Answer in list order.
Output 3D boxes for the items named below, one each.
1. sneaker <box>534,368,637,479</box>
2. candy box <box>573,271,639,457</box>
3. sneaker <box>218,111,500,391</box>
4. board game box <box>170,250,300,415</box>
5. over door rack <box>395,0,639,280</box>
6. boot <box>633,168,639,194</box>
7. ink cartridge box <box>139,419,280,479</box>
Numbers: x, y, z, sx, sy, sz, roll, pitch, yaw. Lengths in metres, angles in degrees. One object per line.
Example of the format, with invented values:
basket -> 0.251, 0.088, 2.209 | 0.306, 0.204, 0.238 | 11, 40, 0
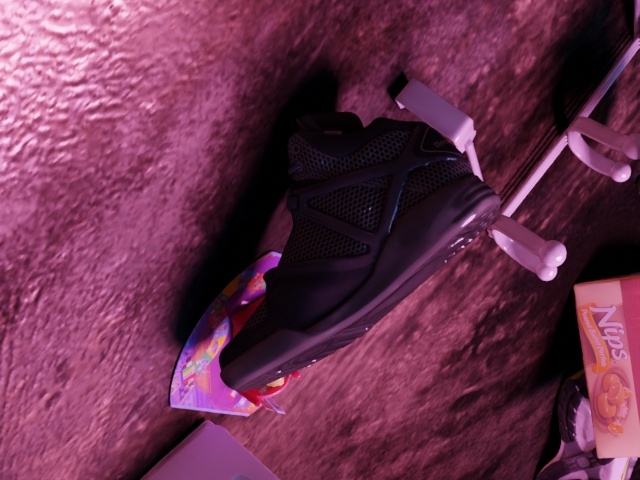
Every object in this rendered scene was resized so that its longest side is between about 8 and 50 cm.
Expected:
sneaker -> 0.333, 0.238, 1.820 | 0.121, 0.111, 0.300 | -36, 149, -37
candy box -> 0.389, 0.120, 1.701 | 0.316, 0.087, 0.183 | -6, 87, -54
sneaker -> 0.000, 0.000, 1.057 | 0.227, 0.130, 0.087 | -43, 163, 22
board game box -> -0.035, 0.079, 1.145 | 0.133, 0.033, 0.169 | -58, 153, 7
over door rack -> 0.205, -0.112, 1.229 | 0.239, 0.108, 0.324 | -53, 152, -5
boot -> 0.289, -0.055, 1.309 | 0.106, 0.082, 0.219 | -25, 174, -17
ink cartridge box -> -0.053, 0.252, 1.187 | 0.086, 0.148, 0.203 | -40, 148, -22
